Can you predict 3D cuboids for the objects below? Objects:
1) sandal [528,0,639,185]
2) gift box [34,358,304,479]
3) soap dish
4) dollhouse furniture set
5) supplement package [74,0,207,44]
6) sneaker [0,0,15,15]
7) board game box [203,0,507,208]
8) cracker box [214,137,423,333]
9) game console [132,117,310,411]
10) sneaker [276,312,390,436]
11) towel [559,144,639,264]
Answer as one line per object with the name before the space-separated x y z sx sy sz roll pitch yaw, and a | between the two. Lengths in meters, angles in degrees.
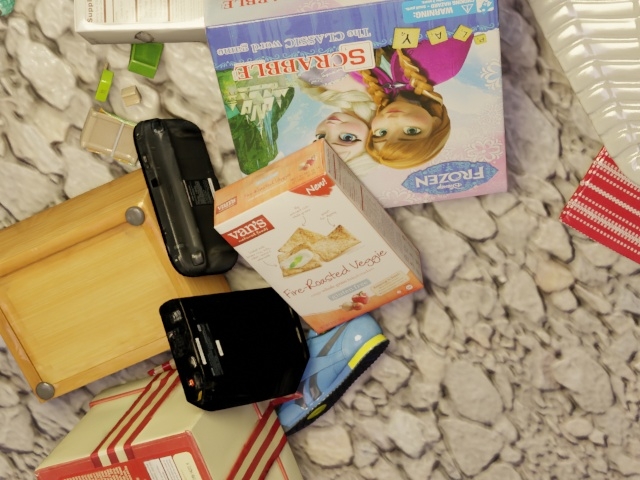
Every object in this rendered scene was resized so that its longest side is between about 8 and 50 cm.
sandal | 0.342 -0.259 1.626 0.169 0.102 0.416 -13 100 22
gift box | -0.150 0.298 1.723 0.276 0.258 0.255 -12 106 18
soap dish | -0.276 0.061 1.726 0.291 0.118 0.229 -23 106 9
dollhouse furniture set | -0.239 -0.172 1.700 0.076 0.058 0.151 17 127 -12
supplement package | -0.187 -0.286 1.607 0.179 0.105 0.105 -1 90 2
sneaker | -0.420 -0.336 1.639 0.076 0.065 0.166 -22 103 25
board game box | 0.050 -0.163 1.601 0.319 0.066 0.318 -8 137 4
cracker box | 0.000 0.000 1.669 0.156 0.067 0.232 -26 130 21
game console | -0.127 0.021 1.666 0.044 0.213 0.361 -24 78 33
sneaker | -0.002 0.167 1.791 0.082 0.069 0.209 48 112 17
towel | 0.444 -0.097 1.710 0.199 0.031 0.275 27 108 -10
